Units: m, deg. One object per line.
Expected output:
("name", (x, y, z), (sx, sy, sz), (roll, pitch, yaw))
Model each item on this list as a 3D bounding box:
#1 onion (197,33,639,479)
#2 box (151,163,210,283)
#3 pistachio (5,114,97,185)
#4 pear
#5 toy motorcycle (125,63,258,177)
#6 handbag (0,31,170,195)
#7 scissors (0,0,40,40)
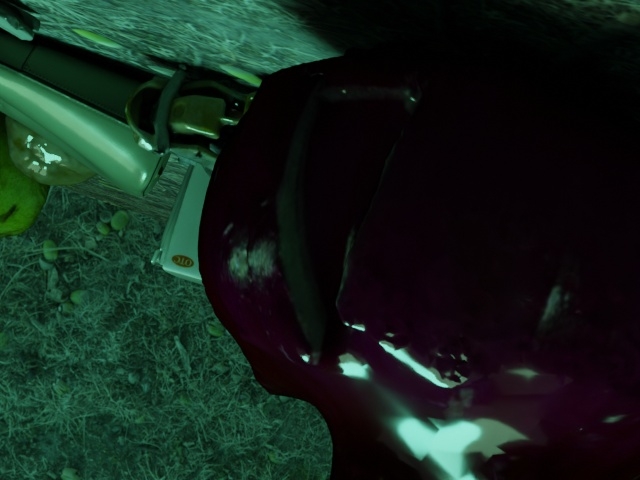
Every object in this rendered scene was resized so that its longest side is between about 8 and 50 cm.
("onion", (0.097, 0.089, 0.981), (0.398, 0.420, 0.398), (7, 171, 1))
("box", (-0.002, -0.001, 1.673), (0.333, 0.173, 0.145), (15, 174, 16))
("pistachio", (-0.311, -0.123, 1.797), (0.126, 0.108, 0.185), (40, -168, 22))
("pear", (-0.466, -0.108, 1.869), (0.269, 0.212, 0.212), (29, 171, -20))
("toy motorcycle", (-0.088, -0.104, 1.330), (0.229, 0.094, 0.130), (-2, 158, 46))
("handbag", (-0.298, -0.146, 1.509), (0.315, 0.109, 0.241), (21, 174, -7))
("scissors", (-0.305, -0.211, 1.227), (0.101, 0.027, 0.204), (15, 173, 31))
